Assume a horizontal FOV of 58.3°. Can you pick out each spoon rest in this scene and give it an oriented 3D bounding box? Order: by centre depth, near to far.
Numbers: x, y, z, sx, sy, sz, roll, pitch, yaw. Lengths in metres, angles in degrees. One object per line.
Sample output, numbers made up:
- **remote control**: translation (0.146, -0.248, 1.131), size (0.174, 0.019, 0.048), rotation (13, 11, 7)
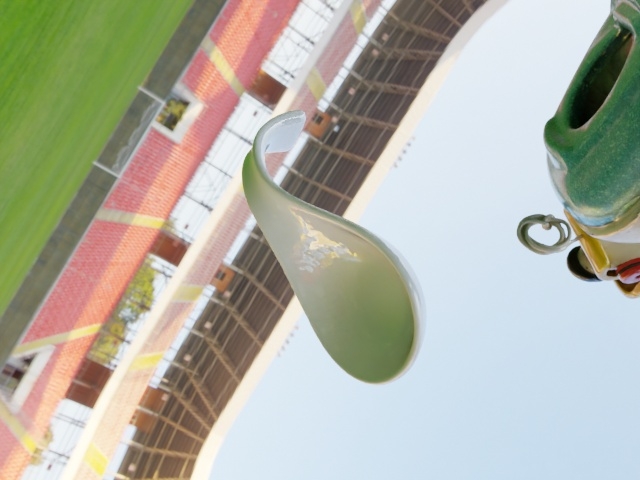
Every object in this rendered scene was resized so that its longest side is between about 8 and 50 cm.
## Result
- **spoon rest**: translation (0.000, 0.000, 0.512), size (0.276, 0.084, 0.137), rotation (61, -40, 25)

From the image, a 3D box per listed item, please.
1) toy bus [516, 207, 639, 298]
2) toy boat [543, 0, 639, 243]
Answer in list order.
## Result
- **toy bus**: translation (0.302, 0.003, 0.535), size (0.191, 0.202, 0.104), rotation (-51, 156, -25)
- **toy boat**: translation (0.230, -0.103, 0.340), size (0.318, 0.148, 0.267), rotation (-73, -175, -63)
